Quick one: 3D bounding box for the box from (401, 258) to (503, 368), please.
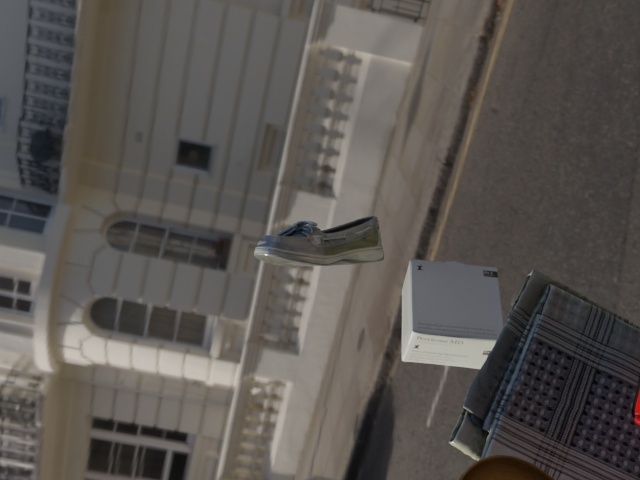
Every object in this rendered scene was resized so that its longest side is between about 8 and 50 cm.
[{"bbox_3d":[0.258,0.146,1.426,0.119,0.181,0.181,96,180,-50],"label":"box"}]

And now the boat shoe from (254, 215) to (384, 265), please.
[{"bbox_3d":[0.003,0.000,1.437,0.118,0.321,0.103,-4,88,50],"label":"boat shoe"}]

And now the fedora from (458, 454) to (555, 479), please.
[{"bbox_3d":[0.204,0.275,0.630,0.079,0.194,0.194,-43,30,46],"label":"fedora"}]

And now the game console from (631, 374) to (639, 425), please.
[{"bbox_3d":[0.511,0.039,0.916,0.386,0.060,0.341,-47,-37,-28],"label":"game console"}]

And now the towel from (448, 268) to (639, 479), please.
[{"bbox_3d":[0.392,0.244,1.068,0.312,0.324,0.056,-62,-4,-11],"label":"towel"}]
